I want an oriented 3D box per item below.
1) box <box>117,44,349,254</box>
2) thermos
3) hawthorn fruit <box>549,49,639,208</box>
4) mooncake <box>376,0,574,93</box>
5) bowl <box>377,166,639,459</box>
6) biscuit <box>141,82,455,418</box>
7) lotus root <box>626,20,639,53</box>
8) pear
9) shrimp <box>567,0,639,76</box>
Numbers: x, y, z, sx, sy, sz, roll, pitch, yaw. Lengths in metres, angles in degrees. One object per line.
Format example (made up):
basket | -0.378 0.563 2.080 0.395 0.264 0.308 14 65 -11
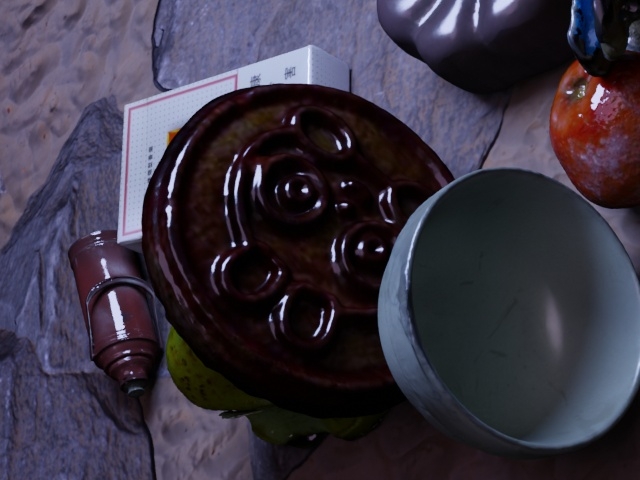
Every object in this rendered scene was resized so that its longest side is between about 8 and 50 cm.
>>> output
box | -0.117 -0.111 2.205 0.330 0.095 0.210 -13 66 34
thermos | -0.273 0.109 2.257 0.124 0.098 0.232 115 143 -54
hawthorn fruit | 0.328 -0.125 1.803 0.172 0.173 0.173 -14 67 35
mooncake | 0.211 -0.327 1.984 0.306 0.154 0.306 -12 69 36
bowl | 0.188 0.089 1.785 0.163 0.307 0.307 145 129 -59
biscuit | 0.000 0.000 1.879 0.091 0.407 0.407 138 132 -55
lotus root | 0.416 -0.352 1.822 0.349 0.175 0.175 -55 50 13
pear | -0.041 0.133 1.958 0.238 0.255 0.164 -14 65 29
shrimp | 0.264 -0.381 1.801 0.221 0.110 0.446 -24 56 29
